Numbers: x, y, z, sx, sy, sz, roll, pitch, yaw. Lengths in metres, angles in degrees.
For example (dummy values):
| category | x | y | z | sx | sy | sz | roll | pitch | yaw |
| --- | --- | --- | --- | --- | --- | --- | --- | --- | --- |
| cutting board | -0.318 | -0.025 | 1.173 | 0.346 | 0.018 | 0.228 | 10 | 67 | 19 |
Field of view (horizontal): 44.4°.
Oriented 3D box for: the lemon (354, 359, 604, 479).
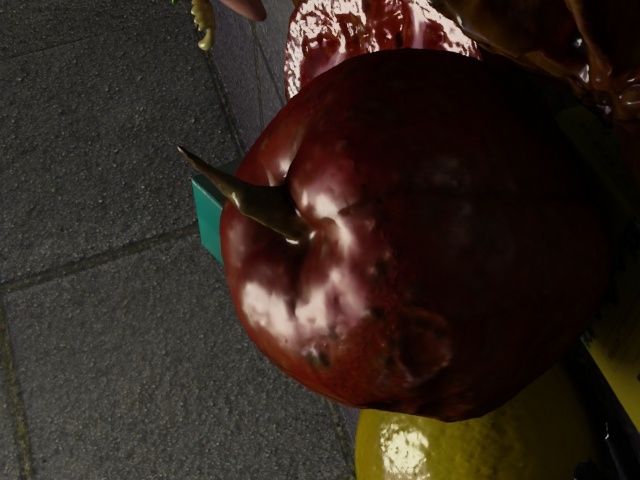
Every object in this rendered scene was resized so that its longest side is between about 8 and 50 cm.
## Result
| category | x | y | z | sx | sy | sz | roll | pitch | yaw |
| --- | --- | --- | --- | --- | --- | --- | --- | --- | --- |
| lemon | 0.145 | 0.206 | 0.730 | 0.263 | 0.235 | 0.236 | 56 | 172 | -4 |

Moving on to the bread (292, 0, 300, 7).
| category | x | y | z | sx | sy | sz | roll | pitch | yaw |
| --- | --- | --- | --- | --- | --- | --- | --- | --- | --- |
| bread | -0.003 | -0.379 | 0.894 | 0.234 | 0.110 | 0.184 | 96 | 155 | -71 |

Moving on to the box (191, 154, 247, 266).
| category | x | y | z | sx | sy | sz | roll | pitch | yaw |
| --- | --- | --- | --- | --- | --- | --- | --- | --- | --- |
| box | 0.000 | 0.000 | 0.773 | 0.245 | 0.153 | 0.092 | 38 | 143 | 39 |

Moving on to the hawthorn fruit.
| category | x | y | z | sx | sy | sz | roll | pitch | yaw |
| --- | --- | --- | --- | --- | --- | --- | --- | --- | --- |
| hawthorn fruit | 0.062 | 0.002 | 0.527 | 0.261 | 0.258 | 0.258 | -34 | -70 | -61 |

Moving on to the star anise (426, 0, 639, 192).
| category | x | y | z | sx | sy | sz | roll | pitch | yaw |
| --- | --- | --- | --- | --- | --- | --- | --- | --- | --- |
| star anise | 0.165 | -0.094 | 0.413 | 0.212 | 0.111 | 0.196 | 26 | 163 | 36 |

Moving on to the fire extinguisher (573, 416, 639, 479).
| category | x | y | z | sx | sy | sz | roll | pitch | yaw |
| --- | --- | --- | --- | --- | --- | --- | --- | --- | --- |
| fire extinguisher | 0.225 | 0.140 | 0.348 | 0.138 | 0.102 | 0.344 | 65 | 162 | 7 |

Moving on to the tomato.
| category | x | y | z | sx | sy | sz | roll | pitch | yaw |
| --- | --- | --- | --- | --- | --- | --- | --- | --- | --- |
| tomato | 0.084 | -0.153 | 0.709 | 0.233 | 0.139 | 0.201 | -1 | 115 | 44 |

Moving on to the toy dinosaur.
| category | x | y | z | sx | sy | sz | roll | pitch | yaw |
| --- | --- | --- | --- | --- | --- | --- | --- | --- | --- |
| toy dinosaur | -0.090 | -0.329 | 0.921 | 0.177 | 0.152 | 0.194 | 43 | 156 | 18 |

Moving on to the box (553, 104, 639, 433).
| category | x | y | z | sx | sy | sz | roll | pitch | yaw |
| --- | --- | --- | --- | --- | --- | --- | --- | --- | --- |
| box | 0.225 | 0.054 | 0.534 | 0.153 | 0.040 | 0.279 | 88 | 163 | -53 |
